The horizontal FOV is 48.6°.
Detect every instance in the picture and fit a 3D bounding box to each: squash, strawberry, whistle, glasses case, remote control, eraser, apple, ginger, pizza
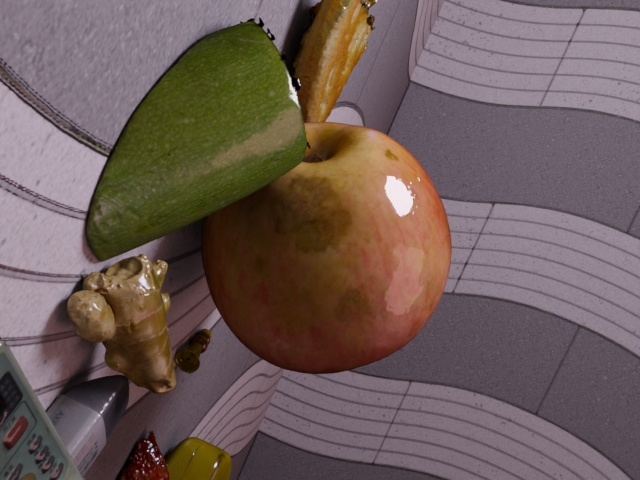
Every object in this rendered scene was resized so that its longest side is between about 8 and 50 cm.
[{"bbox_3d":[-0.158,-0.115,0.777,0.260,0.189,0.189,-26,160,-14],"label":"squash"},{"bbox_3d":[-0.311,0.441,1.241,0.140,0.085,0.192,94,20,-64],"label":"strawberry"},{"bbox_3d":[-0.221,0.198,1.261,0.109,0.046,0.057,-62,159,-72],"label":"whistle"},{"bbox_3d":[-0.316,0.587,1.445,0.173,0.141,0.371,81,31,-61],"label":"glasses case"},{"bbox_3d":[-0.281,0.210,0.633,0.285,0.038,0.123,87,25,-44],"label":"remote control"},{"bbox_3d":[-0.321,0.286,0.754,0.089,0.061,0.352,105,12,-48],"label":"eraser"},{"bbox_3d":[0.000,0.000,1.011,0.364,0.363,0.364,24,90,-83],"label":"apple"},{"bbox_3d":[-0.211,0.088,0.800,0.205,0.081,0.115,75,14,-54],"label":"ginger"},{"bbox_3d":[0.015,-0.307,1.138,0.229,0.081,0.290,-51,165,-41],"label":"pizza"}]

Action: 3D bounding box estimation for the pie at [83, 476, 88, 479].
[{"bbox_3d":[-0.339,0.388,0.904,0.163,0.079,0.193,-63,172,10],"label":"pie"}]
